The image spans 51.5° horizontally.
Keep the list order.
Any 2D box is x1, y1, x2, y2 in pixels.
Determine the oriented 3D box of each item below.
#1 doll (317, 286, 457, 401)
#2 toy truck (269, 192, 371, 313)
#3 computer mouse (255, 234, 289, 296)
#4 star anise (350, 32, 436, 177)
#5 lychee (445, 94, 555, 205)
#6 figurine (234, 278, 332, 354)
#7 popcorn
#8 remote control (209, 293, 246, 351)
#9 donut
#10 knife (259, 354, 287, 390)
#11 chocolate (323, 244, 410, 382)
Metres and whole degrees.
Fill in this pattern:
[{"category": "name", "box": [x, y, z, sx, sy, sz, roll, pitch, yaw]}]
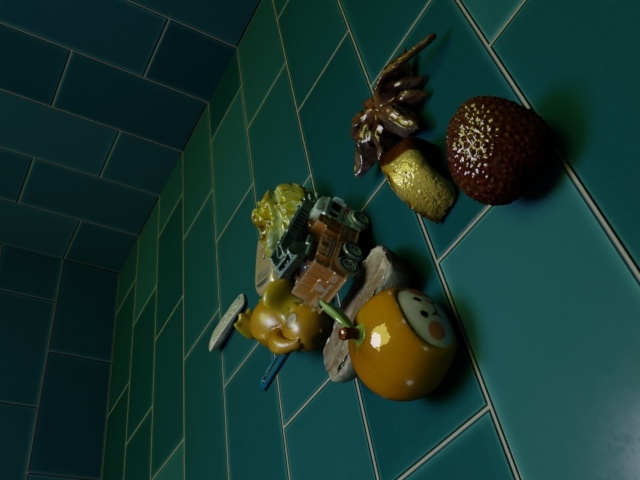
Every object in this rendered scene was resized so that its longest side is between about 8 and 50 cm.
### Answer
[{"category": "doll", "box": [0.121, 0.187, 1.225, 0.213, 0.236, 0.213, -167, 90, -68]}, {"category": "toy truck", "box": [0.000, 0.000, 1.567, 0.133, 0.185, 0.338, -54, 10, 33]}, {"category": "computer mouse", "box": [-0.133, 0.059, 1.957, 0.145, 0.082, 0.236, -39, 43, 46]}, {"category": "star anise", "box": [0.161, -0.323, 1.601, 0.350, 0.109, 0.292, -35, 50, 50]}, {"category": "lychee", "box": [0.307, -0.155, 1.151, 0.194, 0.195, 0.194, -40, 41, 47]}, {"category": "figurine", "box": [-0.084, 0.203, 1.680, 0.228, 0.215, 0.215, 137, 142, -57]}, {"category": "popcorn", "box": [-0.082, -0.050, 1.826, 0.204, 0.184, 0.221, 123, 139, -54]}, {"category": "remote control", "box": [-0.307, 0.280, 2.206, 0.229, 0.044, 0.073, -54, 21, 16]}, {"category": "donut", "box": [0.205, -0.145, 1.396, 0.085, 0.141, 0.217, -46, 40, 29]}, {"category": "knife", "box": [-0.100, 0.306, 1.812, 0.296, 0.026, 0.044, -59, 41, 24]}, {"category": "chocolate", "box": [0.103, 0.164, 1.426, 0.303, 0.101, 0.185, -63, 15, 9]}]
